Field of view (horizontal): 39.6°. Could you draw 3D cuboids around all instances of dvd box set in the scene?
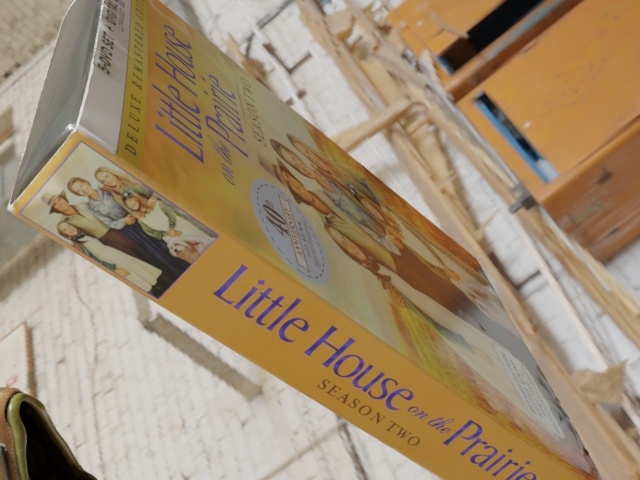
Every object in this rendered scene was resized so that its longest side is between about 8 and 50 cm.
[{"bbox_3d":[0.000,0.000,0.620,0.420,0.062,0.307,37,-161,-26],"label":"dvd box set"}]

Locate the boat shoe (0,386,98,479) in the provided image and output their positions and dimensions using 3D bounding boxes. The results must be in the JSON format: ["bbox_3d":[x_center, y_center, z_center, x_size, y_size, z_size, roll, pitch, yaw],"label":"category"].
[{"bbox_3d":[-0.256,0.266,0.826,0.110,0.105,0.307,-79,-27,-54],"label":"boat shoe"}]
